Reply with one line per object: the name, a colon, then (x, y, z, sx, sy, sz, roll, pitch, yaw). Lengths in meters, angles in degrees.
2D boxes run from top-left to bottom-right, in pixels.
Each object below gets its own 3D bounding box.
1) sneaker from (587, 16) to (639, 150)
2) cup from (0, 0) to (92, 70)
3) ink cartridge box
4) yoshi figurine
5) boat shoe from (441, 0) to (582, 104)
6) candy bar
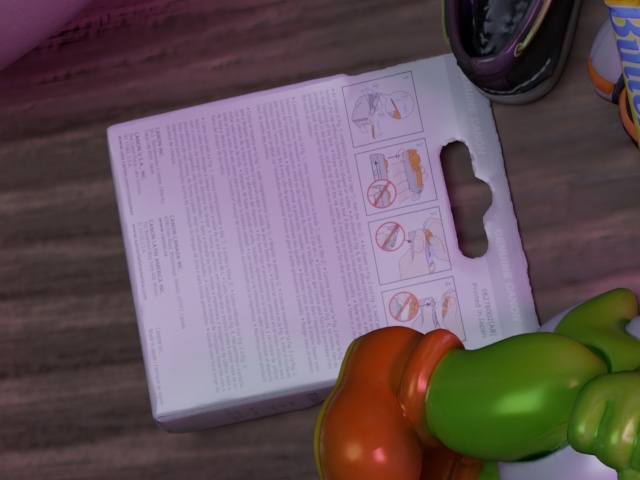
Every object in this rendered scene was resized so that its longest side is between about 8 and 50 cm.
sneaker: (0.297, -0.128, 0.887, 0.321, 0.124, 0.180, -47, 69, 23)
cup: (-0.234, -0.229, 1.069, 0.331, 0.331, 0.237, 43, 127, 25)
ink cartridge box: (0.000, 0.000, 1.048, 0.224, 0.056, 0.181, -12, 75, 5)
yoshi figurine: (0.187, 0.131, 0.856, 0.362, 0.203, 0.203, -6, 95, 23)
boat shoe: (0.116, -0.192, 0.999, 0.081, 0.068, 0.228, 6, 84, 22)
candy bar: (0.169, -0.052, 0.896, 0.040, 0.018, 0.161, -2, 107, 47)
